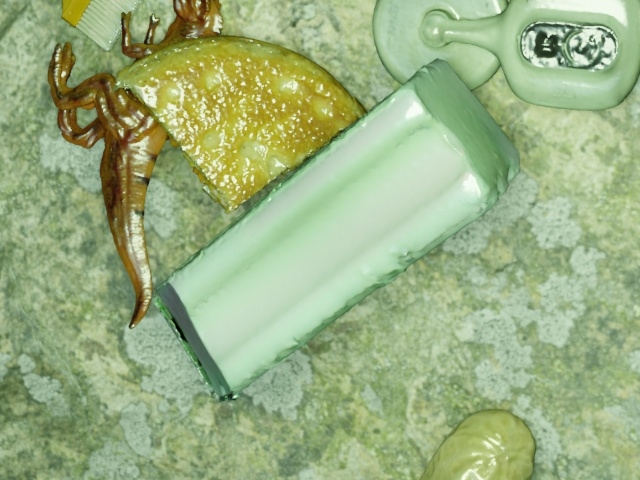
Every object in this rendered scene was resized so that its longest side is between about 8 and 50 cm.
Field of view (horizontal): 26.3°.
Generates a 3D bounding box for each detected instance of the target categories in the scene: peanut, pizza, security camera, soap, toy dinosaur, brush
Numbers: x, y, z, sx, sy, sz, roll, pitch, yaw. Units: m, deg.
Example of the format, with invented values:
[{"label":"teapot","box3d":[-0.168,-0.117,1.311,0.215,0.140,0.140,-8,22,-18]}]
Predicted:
[{"label":"peanut","box3d":[0.156,0.319,1.609,0.111,0.125,0.274,26,112,-12]},{"label":"pizza","box3d":[-0.090,-0.129,1.532,0.292,0.058,0.197,3,94,-17]},{"label":"security camera","box3d":[0.195,-0.221,1.470,0.301,0.080,0.157,7,108,17]},{"label":"soap","box3d":[0.000,0.000,1.489,0.446,0.261,0.156,-39,92,24]},{"label":"toy dinosaur","box3d":[-0.232,-0.130,1.590,0.208,0.097,0.432,15,91,23]},{"label":"brush","box3d":[-0.330,-0.344,1.622,0.272,0.013,0.103,39,112,4]}]
